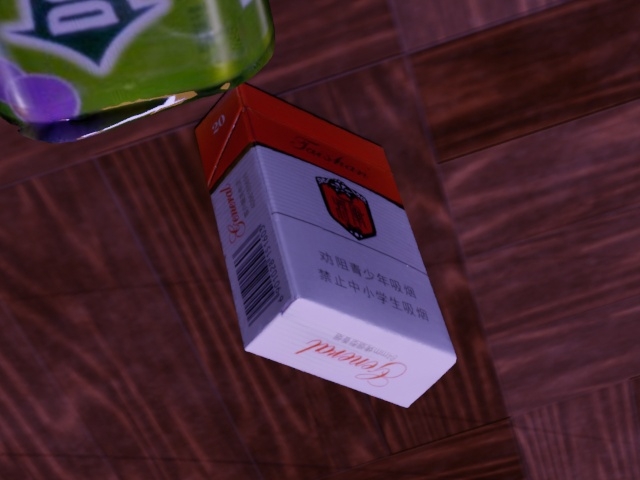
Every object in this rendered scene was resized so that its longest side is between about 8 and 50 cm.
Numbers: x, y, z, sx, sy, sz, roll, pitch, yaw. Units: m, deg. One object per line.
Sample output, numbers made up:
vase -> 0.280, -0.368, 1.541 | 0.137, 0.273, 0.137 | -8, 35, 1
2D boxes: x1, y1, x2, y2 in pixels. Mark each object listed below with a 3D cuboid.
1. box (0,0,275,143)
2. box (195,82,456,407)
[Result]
box -> -0.108, -0.191, 0.569 | 0.134, 0.097, 0.345 | -12, 138, -1
box -> 0.000, 0.000, 0.759 | 0.100, 0.152, 0.048 | 25, 121, -35
